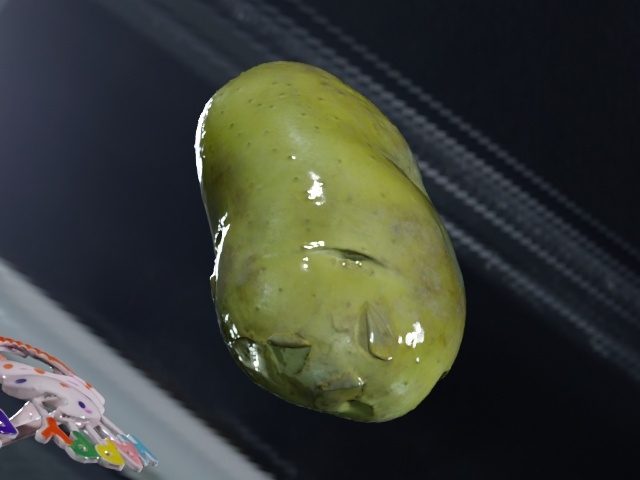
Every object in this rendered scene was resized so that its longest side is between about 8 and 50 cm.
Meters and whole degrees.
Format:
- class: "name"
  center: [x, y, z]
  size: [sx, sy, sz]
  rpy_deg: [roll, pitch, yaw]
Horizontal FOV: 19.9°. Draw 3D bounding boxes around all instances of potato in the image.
- class: "potato"
  center: [0.000, 0.000, 1.082]
  size: [0.143, 0.248, 0.169]
  rpy_deg: [-22, -36, 2]

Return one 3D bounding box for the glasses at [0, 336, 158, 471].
- class: "glasses"
  center: [-0.235, 0.123, 1.208]
  size: [0.255, 0.162, 0.095]
  rpy_deg: [12, -77, -38]
